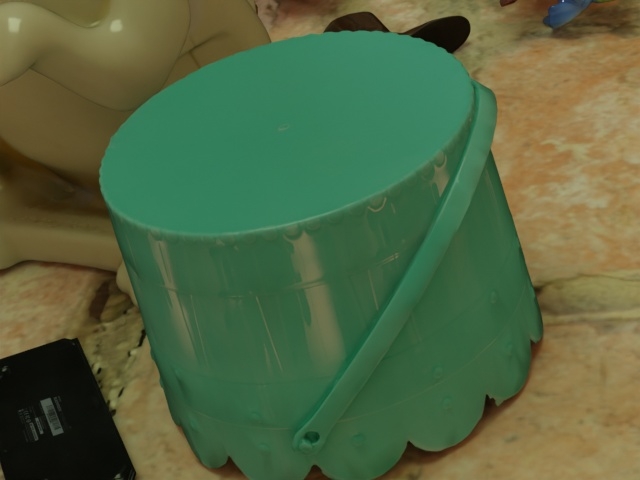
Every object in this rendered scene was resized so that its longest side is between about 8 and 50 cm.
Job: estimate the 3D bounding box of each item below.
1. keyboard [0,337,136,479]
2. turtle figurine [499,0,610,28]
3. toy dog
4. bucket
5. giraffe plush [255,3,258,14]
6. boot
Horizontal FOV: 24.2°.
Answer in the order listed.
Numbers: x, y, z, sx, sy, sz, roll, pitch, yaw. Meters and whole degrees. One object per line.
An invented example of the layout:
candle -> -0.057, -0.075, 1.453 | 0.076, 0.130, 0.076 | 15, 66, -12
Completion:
keyboard -> -0.195, 0.131, 1.002 | 0.108, 0.023, 0.180 | -18, 32, -14
turtle figurine -> 0.227, -0.344, 1.331 | 0.266, 0.274, 0.198 | 44, 20, 26
toy dog -> -0.170, -0.205, 1.128 | 0.285, 0.407, 0.395 | 16, 46, 37
bucket -> 0.000, 0.000, 0.960 | 0.281, 0.183, 0.281 | -11, 34, 8
giraffe plush -> -0.091, -0.270, 1.451 | 0.170, 0.181, 0.210 | -37, 72, -12
boot -> 0.066, -0.190, 1.349 | 0.106, 0.037, 0.114 | -23, 29, -13
